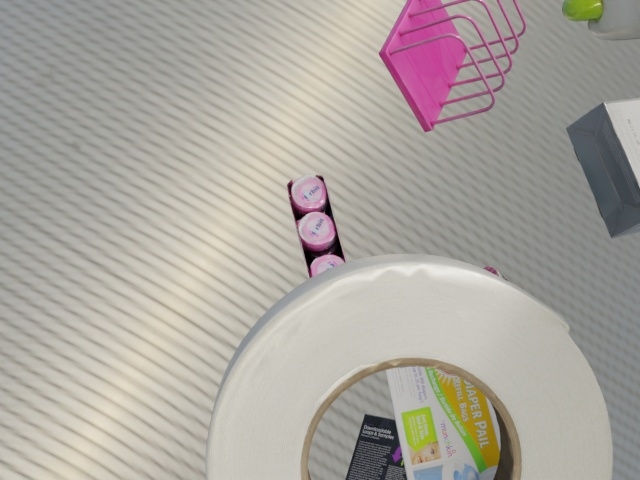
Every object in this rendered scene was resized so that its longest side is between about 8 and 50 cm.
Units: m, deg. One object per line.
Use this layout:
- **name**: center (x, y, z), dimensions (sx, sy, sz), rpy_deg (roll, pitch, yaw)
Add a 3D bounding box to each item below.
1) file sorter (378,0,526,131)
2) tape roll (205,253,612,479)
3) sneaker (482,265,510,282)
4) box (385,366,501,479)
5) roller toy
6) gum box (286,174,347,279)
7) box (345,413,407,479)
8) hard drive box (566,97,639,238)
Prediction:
- **file sorter**: center (0.282, -0.401, 2.335), dimensions (0.202, 0.182, 0.290), rpy_deg (56, 41, -29)
- **tape roll**: center (0.084, 0.206, 1.107), dimensions (0.392, 0.072, 0.391), rpy_deg (0, 97, -2)
- **sneaker**: center (0.325, 0.104, 2.000), dimensions (0.075, 0.063, 0.170), rpy_deg (32, 7, -31)
- **box**: center (0.146, 0.220, 1.299), dimensions (0.114, 0.103, 0.203), rpy_deg (-14, 55, 4)
- **roller toy**: center (0.401, -0.323, 1.347), dimensions (0.209, 0.191, 0.146), rpy_deg (-24, 108, -42)
- **gum box**: center (0.000, 0.000, 1.745), dimensions (0.062, 0.107, 0.188), rpy_deg (-14, 72, 0)
- **box**: center (0.099, 0.356, 1.785), dimensions (0.029, 0.116, 0.162), rpy_deg (33, 69, -48)
- **hard drive box**: center (0.498, -0.115, 1.683), dimensions (0.232, 0.089, 0.181), rpy_deg (-10, 74, -33)
